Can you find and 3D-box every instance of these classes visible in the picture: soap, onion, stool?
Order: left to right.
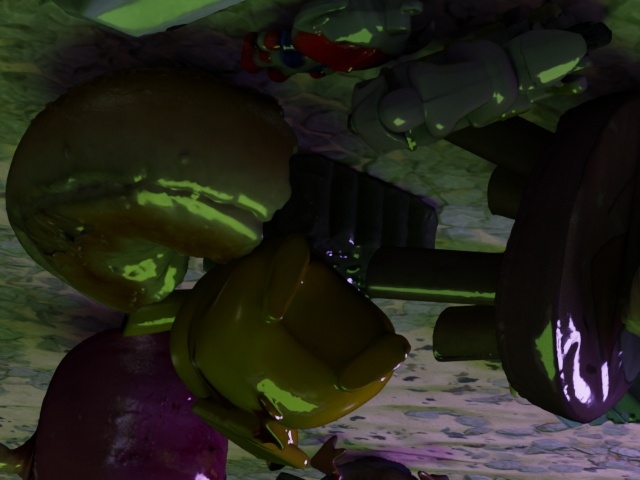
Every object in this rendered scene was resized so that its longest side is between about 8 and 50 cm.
[{"bbox_3d":[-0.256,0.263,1.931,0.345,0.358,0.358,34,157,4],"label":"onion"},{"bbox_3d":[0.178,0.001,1.318,0.178,0.272,0.272,12,163,31],"label":"stool"},{"bbox_3d":[0.308,0.161,1.876,0.114,0.063,0.198,-8,153,27],"label":"soap"}]

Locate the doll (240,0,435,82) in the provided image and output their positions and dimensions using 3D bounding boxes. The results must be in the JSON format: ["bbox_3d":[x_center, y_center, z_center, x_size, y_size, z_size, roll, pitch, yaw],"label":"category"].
[{"bbox_3d":[0.013,-0.156,1.216,0.104,0.062,0.194,35,154,-28],"label":"doll"}]

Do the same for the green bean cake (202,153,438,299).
[{"bbox_3d":[0.000,0.000,1.556,0.185,0.094,0.183,16,155,-34],"label":"green bean cake"}]

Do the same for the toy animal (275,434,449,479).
[{"bbox_3d":[0.053,0.378,2.388,0.298,0.122,0.185,-25,147,38],"label":"toy animal"}]

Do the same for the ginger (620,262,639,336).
[{"bbox_3d":[0.329,-0.001,1.244,0.221,0.276,0.130,1,-169,-39],"label":"ginger"}]

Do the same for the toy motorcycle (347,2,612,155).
[{"bbox_3d":[0.102,-0.114,1.189,0.225,0.073,0.152,-18,-174,27],"label":"toy motorcycle"}]

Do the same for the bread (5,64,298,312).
[{"bbox_3d":[-0.167,-0.055,1.360,0.192,0.171,0.314,20,153,-21],"label":"bread"}]

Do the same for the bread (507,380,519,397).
[{"bbox_3d":[0.252,0.085,1.676,0.152,0.127,0.147,-10,158,-4],"label":"bread"}]

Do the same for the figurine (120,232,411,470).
[{"bbox_3d":[-0.045,0.102,1.413,0.218,0.169,0.326,47,168,-8],"label":"figurine"}]

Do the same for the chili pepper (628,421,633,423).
[{"bbox_3d":[0.449,0.204,1.944,0.098,0.061,0.224,18,154,-39],"label":"chili pepper"}]

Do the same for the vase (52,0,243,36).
[{"bbox_3d":[-0.007,-0.225,0.945,0.360,0.165,0.165,-9,153,26],"label":"vase"}]
